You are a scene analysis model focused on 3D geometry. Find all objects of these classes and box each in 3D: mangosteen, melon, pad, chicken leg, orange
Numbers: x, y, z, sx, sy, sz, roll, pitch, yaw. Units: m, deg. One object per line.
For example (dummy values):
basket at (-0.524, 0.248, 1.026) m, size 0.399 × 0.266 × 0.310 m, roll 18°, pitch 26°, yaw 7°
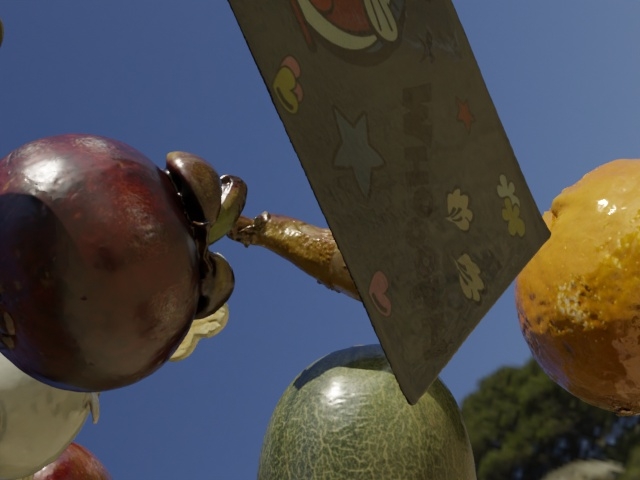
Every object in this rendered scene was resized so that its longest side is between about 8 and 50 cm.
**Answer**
mangosteen at (-0.169, 0.006, 1.096) m, size 0.257 × 0.215 × 0.215 m, roll -27°, pitch -52°, yaw -35°
melon at (0.049, 0.261, 1.423) m, size 0.237 × 0.237 × 0.301 m, roll 25°, pitch -118°, yaw -64°
pad at (0.025, -0.077, 0.553) m, size 0.170 × 0.006 × 0.245 m, roll -41°, pitch -70°, yaw -53°
chicken leg at (-0.001, 0.002, 1.411) m, size 0.085 × 0.207 × 0.101 m, roll 111°, pitch 176°, yaw -59°
orange at (0.405, 0.052, 1.706) m, size 0.340 × 0.293 × 0.340 m, roll -46°, pitch -7°, yaw -8°

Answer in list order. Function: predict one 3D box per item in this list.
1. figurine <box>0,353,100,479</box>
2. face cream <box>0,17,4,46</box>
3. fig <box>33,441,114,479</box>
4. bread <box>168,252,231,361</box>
figurine at (-0.319, 0.168, 1.536) m, size 0.394 × 0.227 × 0.274 m, roll -38°, pitch -37°, yaw -74°
face cream at (-0.367, -0.245, 0.976) m, size 0.084 × 0.341 × 0.137 m, roll -21°, pitch -28°, yaw -54°
fig at (-0.365, 0.324, 1.782) m, size 0.175 × 0.175 × 0.207 m, roll -1°, pitch -106°, yaw -64°
bread at (-0.256, 0.100, 2.105) m, size 0.039 × 0.251 × 0.181 m, roll 16°, pitch -103°, yaw -68°
